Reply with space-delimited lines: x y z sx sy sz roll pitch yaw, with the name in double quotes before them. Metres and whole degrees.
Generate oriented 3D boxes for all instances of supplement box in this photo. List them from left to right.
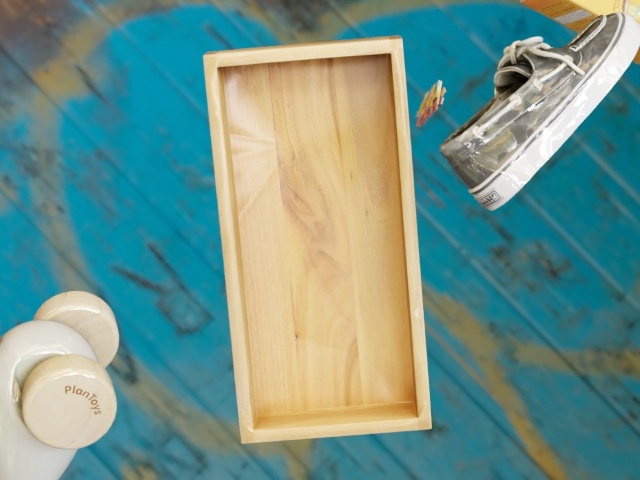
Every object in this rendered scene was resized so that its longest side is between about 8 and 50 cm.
"supplement box" 0.393 -0.326 1.990 0.080 0.233 0.078 -13 -120 59

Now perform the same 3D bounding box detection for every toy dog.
"toy dog" -0.310 0.189 1.307 0.334 0.161 0.220 -66 -162 -4

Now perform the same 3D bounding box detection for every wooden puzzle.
"wooden puzzle" 0.147 -0.185 1.919 0.083 0.006 0.049 -46 -153 52

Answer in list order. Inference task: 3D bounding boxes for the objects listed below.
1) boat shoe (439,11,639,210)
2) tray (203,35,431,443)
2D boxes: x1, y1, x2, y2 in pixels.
"boat shoe" 0.232 -0.165 1.519 0.306 0.105 0.113 -47 -172 -24
"tray" 0.000 0.000 1.497 0.203 0.411 0.076 -5 -170 2
